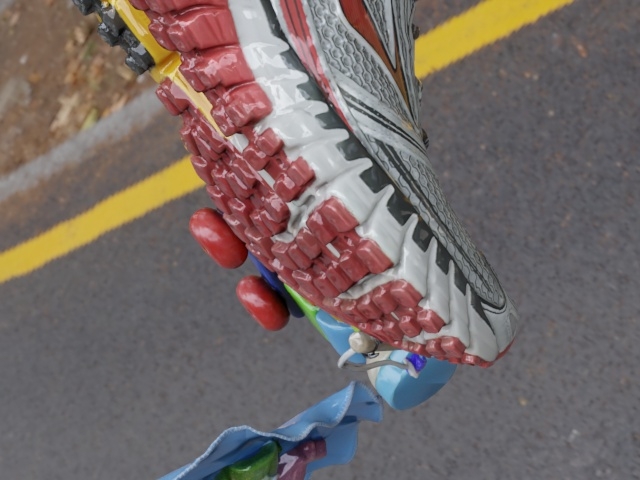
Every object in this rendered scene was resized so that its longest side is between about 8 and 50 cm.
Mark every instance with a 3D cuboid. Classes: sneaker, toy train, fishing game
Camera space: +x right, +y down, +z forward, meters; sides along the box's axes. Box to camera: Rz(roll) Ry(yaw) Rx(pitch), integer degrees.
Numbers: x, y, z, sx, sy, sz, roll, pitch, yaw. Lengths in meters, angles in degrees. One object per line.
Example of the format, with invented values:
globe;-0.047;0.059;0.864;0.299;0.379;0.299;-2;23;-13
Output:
sneaker;0.004;-0.055;0.355;0.092;0.225;0.088;-40;23;-20
toy train;0.000;0.000;0.700;0.105;0.248;0.143;-40;57;-8
fishing game;-0.046;0.122;0.507;0.264;0.189;0.041;-40;71;16
